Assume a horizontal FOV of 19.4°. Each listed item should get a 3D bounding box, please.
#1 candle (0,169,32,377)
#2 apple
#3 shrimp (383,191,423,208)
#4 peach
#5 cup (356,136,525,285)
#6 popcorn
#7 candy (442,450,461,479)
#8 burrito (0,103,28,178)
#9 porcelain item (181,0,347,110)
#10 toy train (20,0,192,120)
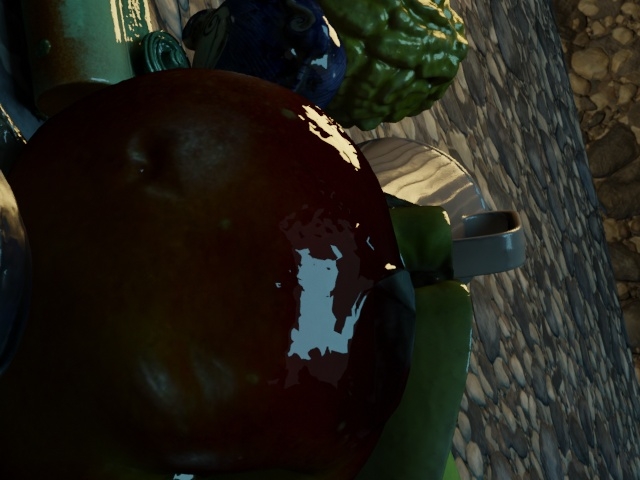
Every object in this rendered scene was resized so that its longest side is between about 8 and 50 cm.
[{"bbox_3d":[-0.329,-0.005,1.061,0.342,0.221,0.221,30,47,-59],"label":"candle"},{"bbox_3d":[0.043,0.143,1.762,0.312,0.320,0.360,-27,143,-43],"label":"apple"},{"bbox_3d":[0.000,-0.001,1.918,0.052,0.251,0.143,-60,152,-67],"label":"shrimp"},{"bbox_3d":[-0.084,0.062,1.461,0.335,0.310,0.406,60,36,-47],"label":"peach"},{"bbox_3d":[0.077,0.019,2.074,0.273,0.288,0.208,-31,144,-67],"label":"cup"},{"bbox_3d":[0.057,-0.254,2.322,0.270,0.224,0.258,47,14,-35],"label":"popcorn"},{"bbox_3d":[0.088,0.297,2.025,0.142,0.132,0.343,0,68,-56],"label":"candy"},{"bbox_3d":[-0.276,-0.085,1.517,0.058,0.063,0.229,-44,115,-23],"label":"burrito"},{"bbox_3d":[-0.074,-0.100,1.769,0.138,0.288,0.186,23,12,-29],"label":"porcelain item"},{"bbox_3d":[-0.216,-0.227,1.722,0.177,0.116,0.285,18,57,-55],"label":"toy train"}]
